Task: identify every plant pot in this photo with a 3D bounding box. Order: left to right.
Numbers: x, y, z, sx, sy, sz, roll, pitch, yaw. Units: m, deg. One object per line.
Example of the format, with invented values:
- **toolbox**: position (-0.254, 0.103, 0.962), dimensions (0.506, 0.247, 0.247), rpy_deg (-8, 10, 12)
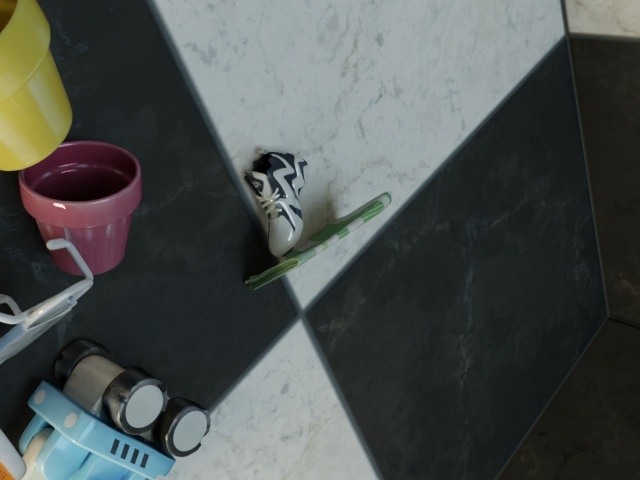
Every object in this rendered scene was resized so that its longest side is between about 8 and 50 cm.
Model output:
- **plant pot**: position (-0.496, -0.237, 1.190), dimensions (0.254, 0.254, 0.239), rpy_deg (-52, 149, -20)
- **plant pot**: position (-0.409, -0.048, 1.388), dimensions (0.201, 0.201, 0.180), rpy_deg (-28, 139, -38)

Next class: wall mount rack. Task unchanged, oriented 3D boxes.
- **wall mount rack**: position (-0.526, 0.122, 1.233), dimensions (0.130, 0.350, 0.304), rpy_deg (55, 31, 1)

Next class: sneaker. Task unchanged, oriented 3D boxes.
- **sneaker**: position (-0.111, -0.091, 1.735), dimensions (0.153, 0.094, 0.235), rpy_deg (21, 77, -42)

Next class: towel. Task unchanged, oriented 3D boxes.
- **towel**: position (0.000, 0.000, 1.813), dimensions (0.324, 0.248, 0.038), rpy_deg (-33, 93, -36)

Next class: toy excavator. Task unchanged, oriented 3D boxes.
- **toy excavator**: position (-0.473, 0.403, 1.428), dimensions (0.445, 0.222, 0.433), rpy_deg (-59, 139, -14)

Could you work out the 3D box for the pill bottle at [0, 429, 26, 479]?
- **pill bottle**: position (-0.636, 0.377, 1.111), dimensions (0.392, 0.224, 0.224), rpy_deg (-42, 130, -29)
